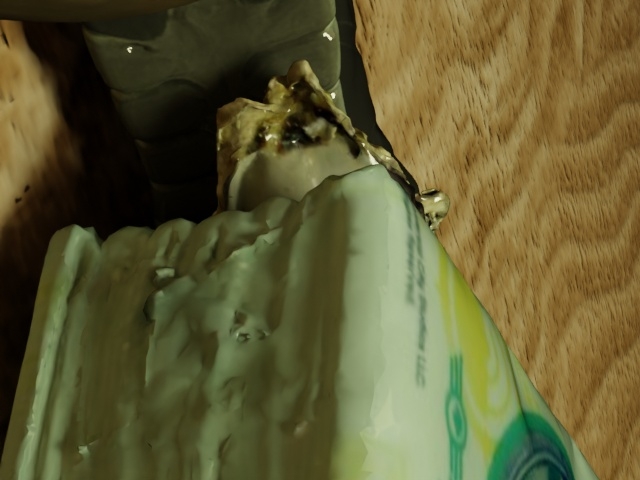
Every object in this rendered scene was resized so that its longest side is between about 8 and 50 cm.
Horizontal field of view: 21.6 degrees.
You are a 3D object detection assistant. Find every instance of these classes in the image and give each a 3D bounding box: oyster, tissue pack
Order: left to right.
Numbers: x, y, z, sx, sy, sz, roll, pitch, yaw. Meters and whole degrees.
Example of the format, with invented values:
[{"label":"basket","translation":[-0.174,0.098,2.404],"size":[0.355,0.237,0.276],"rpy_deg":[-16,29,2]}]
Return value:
[{"label":"oyster","translation":[0.003,0.002,0.649],"size":[0.166,0.108,0.053],"rpy_deg":[101,-3,-54]},{"label":"tissue pack","translation":[0.022,0.191,0.643],"size":[0.388,0.162,0.287],"rpy_deg":[51,38,-52]}]

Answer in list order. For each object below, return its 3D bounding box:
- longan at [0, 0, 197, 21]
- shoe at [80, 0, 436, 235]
[{"label":"longan","translation":[-0.070,-0.202,0.411],"size":[0.243,0.300,0.300],"rpy_deg":[-15,96,-40]},{"label":"shoe","translation":[-0.032,-0.073,0.700],"size":[0.291,0.114,0.137],"rpy_deg":[69,6,-47]}]
